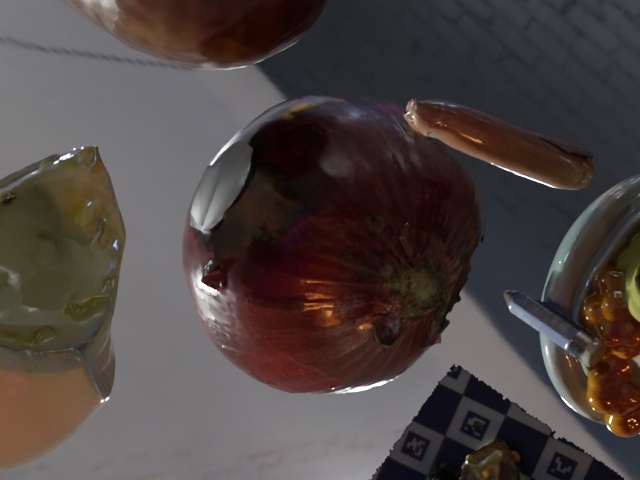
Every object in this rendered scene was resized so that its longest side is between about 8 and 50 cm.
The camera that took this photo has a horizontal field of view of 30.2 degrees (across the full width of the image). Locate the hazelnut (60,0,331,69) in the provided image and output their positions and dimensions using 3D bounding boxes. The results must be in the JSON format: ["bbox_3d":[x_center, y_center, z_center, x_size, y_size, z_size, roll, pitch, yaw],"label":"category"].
[{"bbox_3d":[-0.151,-0.353,1.147,0.421,0.421,0.353,34,-125,5],"label":"hazelnut"}]

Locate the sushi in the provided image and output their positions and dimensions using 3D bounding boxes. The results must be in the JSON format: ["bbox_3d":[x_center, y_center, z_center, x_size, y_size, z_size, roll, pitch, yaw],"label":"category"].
[{"bbox_3d":[0.127,0.239,0.998,0.192,0.210,0.040,34,-168,13],"label":"sushi"}]

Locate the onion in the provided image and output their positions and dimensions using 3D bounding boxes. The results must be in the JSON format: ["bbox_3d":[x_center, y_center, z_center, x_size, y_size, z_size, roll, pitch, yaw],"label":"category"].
[{"bbox_3d":[0.003,0.006,1.287,0.341,0.341,0.341,24,-152,-14],"label":"onion"}]

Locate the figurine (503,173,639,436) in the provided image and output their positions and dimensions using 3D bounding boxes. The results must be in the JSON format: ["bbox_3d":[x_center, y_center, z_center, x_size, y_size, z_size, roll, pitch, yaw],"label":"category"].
[{"bbox_3d":[0.344,0.026,0.865,0.224,0.382,0.205,31,-125,-35],"label":"figurine"}]

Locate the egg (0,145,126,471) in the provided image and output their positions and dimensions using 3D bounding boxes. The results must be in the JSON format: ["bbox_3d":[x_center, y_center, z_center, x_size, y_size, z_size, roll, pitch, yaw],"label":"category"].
[{"bbox_3d":[-0.234,0.073,0.860,0.162,0.206,0.271,62,-162,-23],"label":"egg"}]

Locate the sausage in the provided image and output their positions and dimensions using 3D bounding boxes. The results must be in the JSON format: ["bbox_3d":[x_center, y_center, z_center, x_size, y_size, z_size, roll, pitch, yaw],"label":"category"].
[{"bbox_3d":[0.156,-0.083,1.010,0.176,0.040,0.047,17,-157,-17],"label":"sausage"}]
